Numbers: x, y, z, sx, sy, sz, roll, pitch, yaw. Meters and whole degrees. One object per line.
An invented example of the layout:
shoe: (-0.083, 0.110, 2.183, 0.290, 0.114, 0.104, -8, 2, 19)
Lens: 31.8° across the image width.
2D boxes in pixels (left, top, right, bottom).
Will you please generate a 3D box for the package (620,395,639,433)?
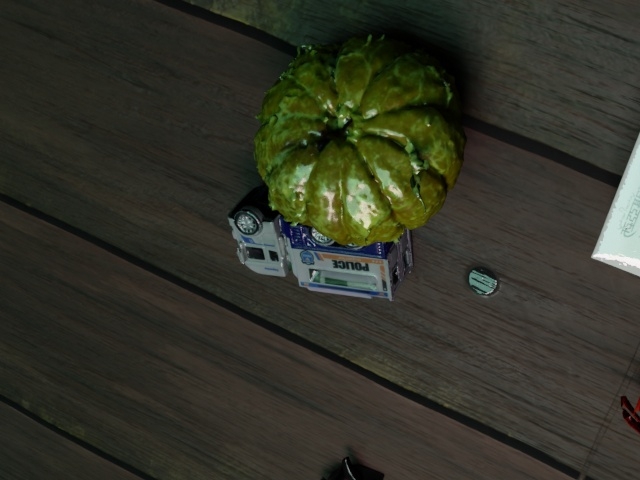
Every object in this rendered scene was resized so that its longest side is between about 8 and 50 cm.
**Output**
package: (0.598, 0.200, 1.478, 0.196, 0.123, 0.423, 33, 131, -19)

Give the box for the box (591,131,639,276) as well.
box: (0.486, -0.072, 1.399, 0.203, 0.116, 0.274, 22, 112, 16)

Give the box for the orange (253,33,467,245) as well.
orange: (0.052, -0.128, 1.546, 0.301, 0.223, 0.300, -9, 71, 15)

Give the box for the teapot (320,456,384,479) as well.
teapot: (0.038, 0.453, 1.982, 0.096, 0.087, 0.177, 29, 126, 18)

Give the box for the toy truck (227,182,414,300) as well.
toy truck: (0.000, 0.000, 1.733, 0.267, 0.124, 0.155, 6, 124, 25)
